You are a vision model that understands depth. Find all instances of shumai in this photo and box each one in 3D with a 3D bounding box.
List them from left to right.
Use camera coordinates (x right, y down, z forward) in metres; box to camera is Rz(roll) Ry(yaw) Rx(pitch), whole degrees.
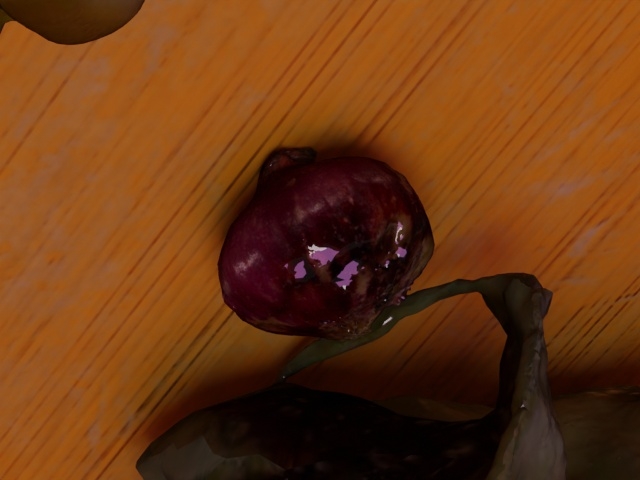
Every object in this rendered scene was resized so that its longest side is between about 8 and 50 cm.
[{"bbox_3d":[0.068,0.193,0.899,0.348,0.395,0.395,40,108,-17],"label":"shumai"}]

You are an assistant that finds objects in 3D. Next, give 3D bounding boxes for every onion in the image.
[{"bbox_3d":[0.000,0.000,0.830,0.107,0.097,0.107,-23,164,-7],"label":"onion"}]

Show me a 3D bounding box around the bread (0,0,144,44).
[{"bbox_3d":[-0.124,-0.185,0.567,0.333,0.160,0.333,-11,134,-12],"label":"bread"}]
